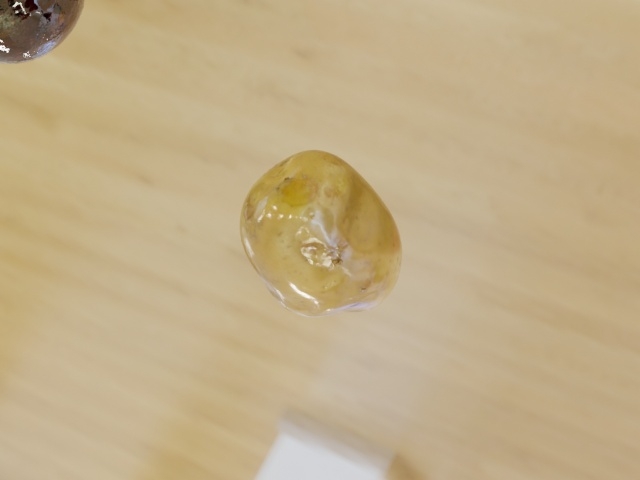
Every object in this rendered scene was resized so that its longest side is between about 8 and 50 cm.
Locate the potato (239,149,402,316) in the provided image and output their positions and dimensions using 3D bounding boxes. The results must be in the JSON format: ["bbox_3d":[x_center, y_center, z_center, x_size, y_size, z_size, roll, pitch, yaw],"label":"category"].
[{"bbox_3d":[0.000,0.000,1.592,0.118,0.109,0.178,-26,141,10],"label":"potato"}]

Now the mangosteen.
[{"bbox_3d":[-0.303,-0.226,1.782,0.172,0.184,0.172,31,170,6],"label":"mangosteen"}]
